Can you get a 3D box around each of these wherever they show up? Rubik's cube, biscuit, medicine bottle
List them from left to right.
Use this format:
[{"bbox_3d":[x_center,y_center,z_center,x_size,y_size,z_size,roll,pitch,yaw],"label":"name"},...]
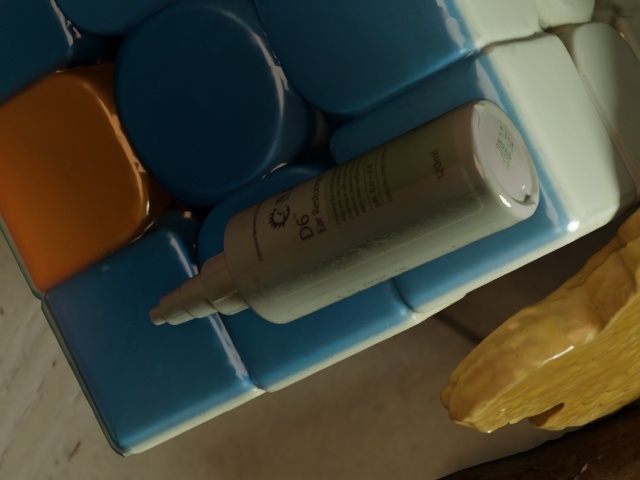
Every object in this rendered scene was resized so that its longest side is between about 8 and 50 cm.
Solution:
[{"bbox_3d":[0.000,0.000,0.815,0.199,0.058,0.057,-24,87,29],"label":"medicine bottle"},{"bbox_3d":[0.004,-0.093,0.989,0.292,0.291,0.290,-29,87,30],"label":"Rubik's cube"},{"bbox_3d":[0.226,0.006,0.978,0.376,0.269,0.051,-24,67,-18],"label":"biscuit"}]

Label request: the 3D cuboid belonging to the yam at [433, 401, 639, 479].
[{"bbox_3d":[0.202,0.157,1.070,0.280,0.131,0.131,-21,88,14],"label":"yam"}]
